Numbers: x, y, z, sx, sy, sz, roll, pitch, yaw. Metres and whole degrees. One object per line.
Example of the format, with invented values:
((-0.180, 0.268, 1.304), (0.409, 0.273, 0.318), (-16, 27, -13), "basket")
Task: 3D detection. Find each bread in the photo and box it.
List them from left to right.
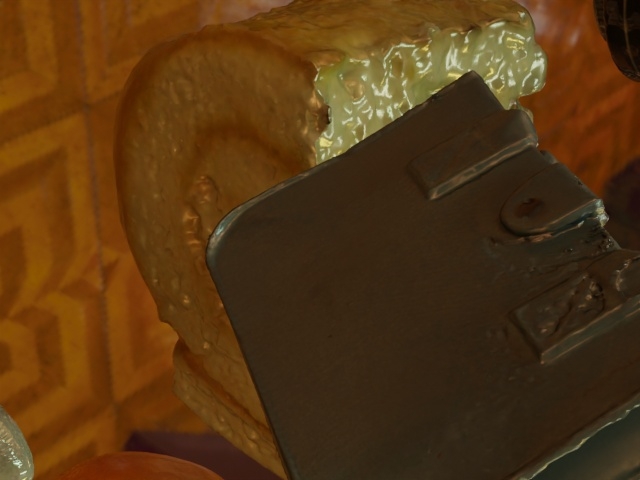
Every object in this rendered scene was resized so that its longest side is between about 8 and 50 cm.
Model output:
((-0.003, 0.006, 1.025), (0.239, 0.264, 0.395), (-27, 123, -42), "bread")

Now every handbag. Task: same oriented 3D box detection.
((0.055, 0.028, 0.582), (0.179, 0.229, 0.062), (-34, 128, 6), "handbag")

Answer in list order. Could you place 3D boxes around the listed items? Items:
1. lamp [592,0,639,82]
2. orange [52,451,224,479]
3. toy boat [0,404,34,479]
((0.376, -0.228, 1.219), (0.374, 0.272, 0.205), (8, 97, -72), "lamp")
((-0.189, 0.370, 1.400), (0.312, 0.312, 0.312), (-32, 135, -38), "orange")
((-0.256, 0.075, 0.697), (0.085, 0.227, 0.155), (-54, 178, 43), "toy boat")
